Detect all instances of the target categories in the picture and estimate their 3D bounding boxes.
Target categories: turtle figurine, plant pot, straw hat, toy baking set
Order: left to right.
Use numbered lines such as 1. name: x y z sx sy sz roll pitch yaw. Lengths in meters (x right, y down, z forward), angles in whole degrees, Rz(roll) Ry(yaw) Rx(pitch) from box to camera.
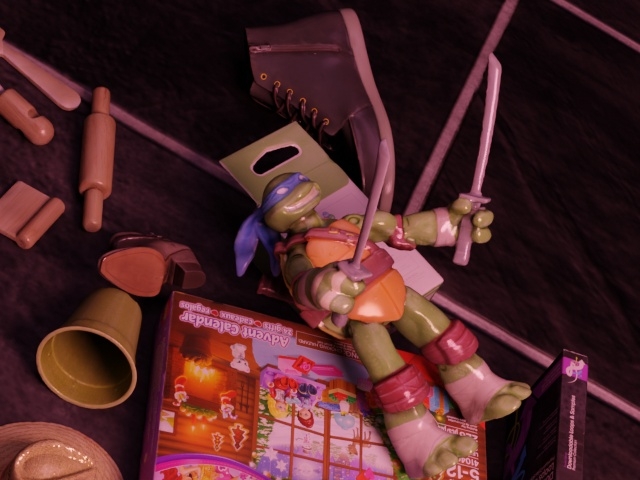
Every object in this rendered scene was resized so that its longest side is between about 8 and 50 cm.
1. toy baking set: -0.275 -0.108 1.484 0.196 0.030 0.256 16 50 -15
2. straw hat: -0.207 0.183 1.273 0.144 0.061 0.144 14 50 -17
3. plant pot: -0.180 0.081 1.362 0.083 0.083 0.079 27 35 -6
4. turtle figurine: 0.079 0.037 1.337 0.266 0.274 0.198 58 15 -5

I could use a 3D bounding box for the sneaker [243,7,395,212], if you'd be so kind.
1. sneaker: -0.003 -0.116 1.611 0.118 0.083 0.222 -10 66 -11

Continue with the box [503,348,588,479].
1. box: 0.190 0.190 1.432 0.029 0.116 0.162 18 49 -11

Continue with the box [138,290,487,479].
1. box: -0.002 0.170 1.389 0.293 0.057 0.201 15 50 -16

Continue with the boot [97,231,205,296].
1. boot: -0.156 0.015 1.420 0.118 0.042 0.087 13 12 -40

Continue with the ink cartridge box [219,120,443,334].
1. ink cartridge box: 0.000 0.000 1.518 0.109 0.062 0.209 -31 73 -39
